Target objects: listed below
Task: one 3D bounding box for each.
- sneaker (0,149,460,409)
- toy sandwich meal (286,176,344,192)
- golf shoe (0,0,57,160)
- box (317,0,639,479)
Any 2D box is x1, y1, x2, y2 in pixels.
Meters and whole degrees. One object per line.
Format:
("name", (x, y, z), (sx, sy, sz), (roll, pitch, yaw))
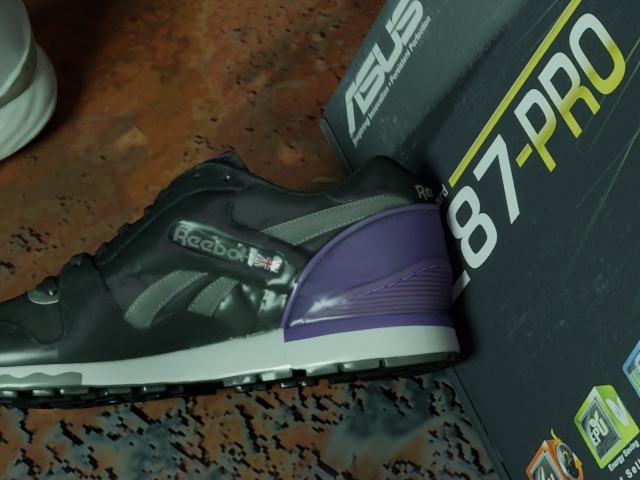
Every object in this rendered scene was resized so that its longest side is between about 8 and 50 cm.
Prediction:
("sneaker", (-0.074, 0.020, 0.763), (0.283, 0.107, 0.124), (-5, 80, -2))
("toy sandwich meal", (0.000, 0.000, 0.849), (0.086, 0.029, 0.085), (0, 61, 0))
("golf shoe", (-0.294, -0.060, 0.822), (0.306, 0.140, 0.115), (-39, 66, -21))
("box", (0.169, -0.074, 0.682), (0.097, 0.395, 0.318), (-2, 53, -32))
